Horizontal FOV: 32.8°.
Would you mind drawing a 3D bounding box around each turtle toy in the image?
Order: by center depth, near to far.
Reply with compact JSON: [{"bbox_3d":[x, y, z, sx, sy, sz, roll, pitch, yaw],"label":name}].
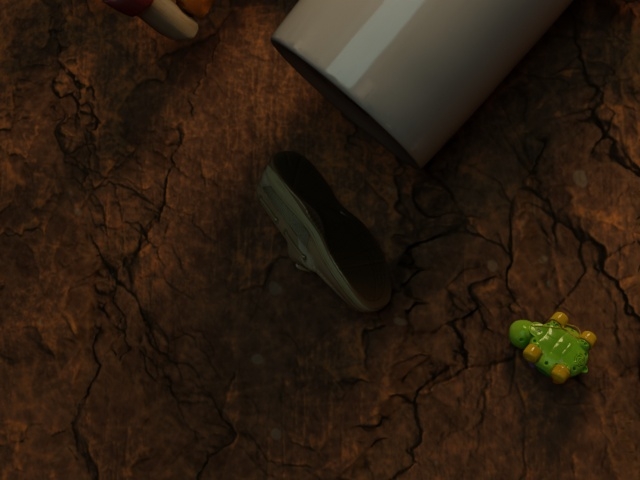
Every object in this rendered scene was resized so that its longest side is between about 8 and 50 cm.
[{"bbox_3d":[0.333,0.156,1.585,0.130,0.066,0.095,36,64,22],"label":"turtle toy"}]

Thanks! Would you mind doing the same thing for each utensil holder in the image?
[{"bbox_3d":[0.163,-0.345,1.618,0.327,0.327,0.385,40,91,19],"label":"utensil holder"}]

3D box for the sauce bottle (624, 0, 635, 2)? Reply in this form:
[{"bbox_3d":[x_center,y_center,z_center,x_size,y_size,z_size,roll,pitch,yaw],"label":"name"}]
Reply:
[{"bbox_3d":[0.378,-0.491,1.690,0.111,0.111,0.344,-47,55,0],"label":"sauce bottle"}]

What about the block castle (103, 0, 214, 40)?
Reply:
[{"bbox_3d":[-0.226,-0.575,1.762,0.453,0.213,0.303,-53,43,3],"label":"block castle"}]

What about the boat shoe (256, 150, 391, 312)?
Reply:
[{"bbox_3d":[0.000,0.000,1.699,0.302,0.109,0.098,54,133,19],"label":"boat shoe"}]
